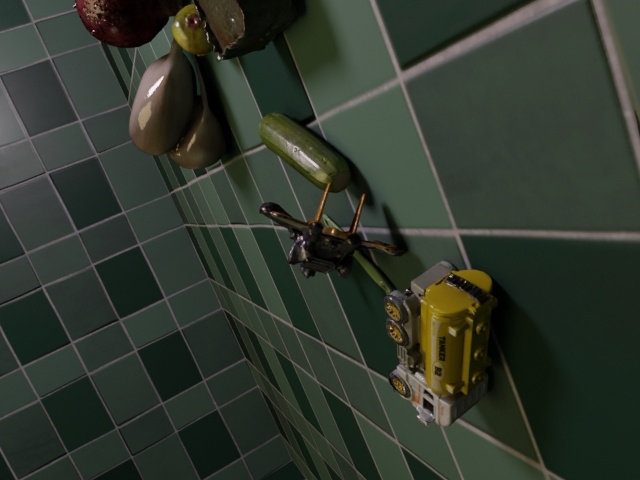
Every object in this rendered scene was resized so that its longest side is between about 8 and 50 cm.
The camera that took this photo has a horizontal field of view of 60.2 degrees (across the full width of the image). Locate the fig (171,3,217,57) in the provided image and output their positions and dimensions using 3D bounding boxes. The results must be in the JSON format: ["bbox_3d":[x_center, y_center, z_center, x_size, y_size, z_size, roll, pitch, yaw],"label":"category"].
[{"bbox_3d":[-0.229,-0.397,1.044,0.166,0.093,0.093,-110,1,-70],"label":"fig"}]

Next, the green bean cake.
[{"bbox_3d":[-0.113,-0.350,0.745,0.173,0.094,0.181,68,161,-10],"label":"green bean cake"}]

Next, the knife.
[{"bbox_3d":[0.057,0.017,0.897,0.207,0.014,0.030,48,156,41],"label":"knife"}]

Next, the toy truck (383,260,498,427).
[{"bbox_3d":[0.147,0.127,0.662,0.114,0.098,0.227,38,148,42],"label":"toy truck"}]

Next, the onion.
[{"bbox_3d":[-0.385,-0.514,1.143,0.252,0.219,0.252,-166,90,-82],"label":"onion"}]

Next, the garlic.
[{"bbox_3d":[-0.312,-0.303,1.299,0.340,0.231,0.246,-49,23,54],"label":"garlic"}]

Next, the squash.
[{"bbox_3d":[-0.030,-0.141,0.849,0.229,0.066,0.066,44,153,43],"label":"squash"}]

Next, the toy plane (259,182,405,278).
[{"bbox_3d":[-0.003,0.012,0.867,0.316,0.204,0.103,124,162,-73],"label":"toy plane"}]
